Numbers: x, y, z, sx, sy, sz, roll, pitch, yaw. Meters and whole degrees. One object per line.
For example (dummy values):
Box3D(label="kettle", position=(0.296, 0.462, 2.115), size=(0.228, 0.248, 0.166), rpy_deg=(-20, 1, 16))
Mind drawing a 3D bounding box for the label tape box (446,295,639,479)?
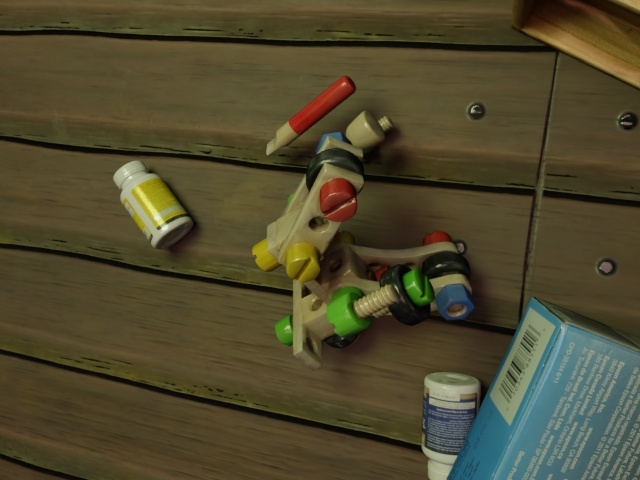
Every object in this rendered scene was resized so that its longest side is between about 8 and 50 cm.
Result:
Box3D(label="label tape box", position=(0.335, 0.236, 0.621), size=(0.334, 0.106, 0.240), rpy_deg=(22, 98, -3))

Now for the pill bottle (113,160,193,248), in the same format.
Box3D(label="pill bottle", position=(-0.233, -0.051, 0.821), size=(0.065, 0.065, 0.116), rpy_deg=(-40, 81, 14))

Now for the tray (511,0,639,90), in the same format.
Box3D(label="tray", position=(0.381, -0.172, 0.555), size=(0.411, 0.203, 0.076), rpy_deg=(31, 100, 14))

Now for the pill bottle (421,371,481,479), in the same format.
Box3D(label="pill bottle", position=(0.154, 0.222, 0.709), size=(0.067, 0.067, 0.120), rpy_deg=(3, 92, 17))

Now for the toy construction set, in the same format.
Box3D(label="toy construction set", position=(0.000, 0.000, 0.691), size=(0.237, 0.257, 0.308), rpy_deg=(-33, 61, 28))
